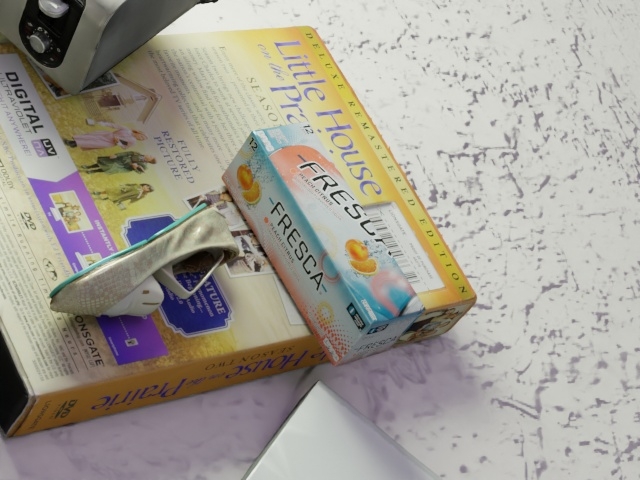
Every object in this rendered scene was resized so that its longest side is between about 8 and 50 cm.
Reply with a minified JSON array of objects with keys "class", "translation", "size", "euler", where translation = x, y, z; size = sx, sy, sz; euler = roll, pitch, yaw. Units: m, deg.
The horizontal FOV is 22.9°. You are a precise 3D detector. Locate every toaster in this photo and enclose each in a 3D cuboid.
[{"class":"toaster","translation":[-0.178,-0.228,1.213],"size":[0.168,0.110,0.186],"euler":[43,55,6]}]

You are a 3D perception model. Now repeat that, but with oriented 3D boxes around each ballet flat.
[{"class":"ballet flat","translation":[-0.115,0.023,1.102],"size":[0.168,0.057,0.052],"euler":[-32,86,-45]}]

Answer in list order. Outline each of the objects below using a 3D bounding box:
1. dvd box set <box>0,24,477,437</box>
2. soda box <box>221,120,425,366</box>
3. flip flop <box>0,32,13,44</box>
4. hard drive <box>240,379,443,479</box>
[{"class":"dvd box set","translation":[-0.110,-0.029,1.235],"size":[0.420,0.062,0.307],"euler":[-11,61,-40]},{"class":"soda box","translation":[0.000,0.000,1.190],"size":[0.058,0.063,0.183],"euler":[-14,64,-40]},{"class":"flip flop","translation":[-0.232,-0.214,1.294],"size":[0.277,0.080,0.112],"euler":[-25,71,-44]},{"class":"hard drive","translation":[0.068,0.261,1.125],"size":[0.307,0.040,0.203],"euler":[40,42,0]}]
